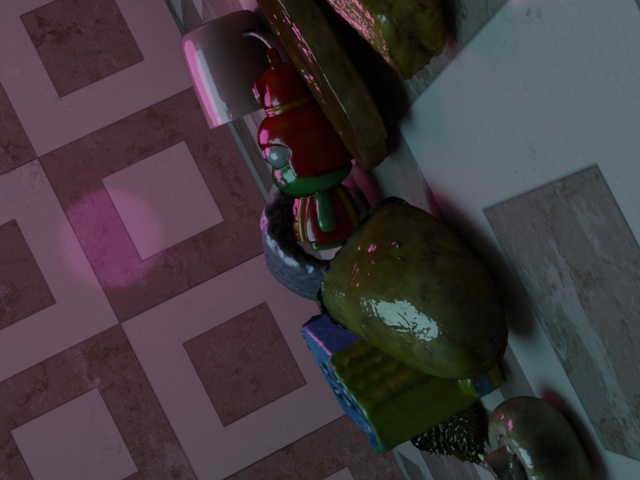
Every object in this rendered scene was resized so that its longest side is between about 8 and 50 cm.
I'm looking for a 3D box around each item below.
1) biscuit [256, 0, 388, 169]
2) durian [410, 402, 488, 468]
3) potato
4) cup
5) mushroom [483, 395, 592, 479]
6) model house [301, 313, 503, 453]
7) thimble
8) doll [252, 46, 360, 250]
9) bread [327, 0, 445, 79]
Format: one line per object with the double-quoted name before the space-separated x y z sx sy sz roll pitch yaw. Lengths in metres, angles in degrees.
"biscuit" -0.006 -0.286 1.314 0.385 0.062 0.365 59 -179 5
"durian" 0.226 0.341 1.650 0.237 0.138 0.193 57 169 34
"potato" 0.151 0.081 1.199 0.266 0.229 0.229 30 149 47
"cup" -0.160 -0.361 1.803 0.253 0.191 0.200 -10 106 50
"mushroom" 0.285 0.291 1.181 0.166 0.127 0.166 156 90 -88
"model house" 0.141 0.204 1.436 0.215 0.237 0.303 64 170 -18
"thimble" 0.000 0.000 1.725 0.245 0.217 0.157 46 167 19
"doll" -0.023 -0.164 1.550 0.182 0.160 0.363 -88 -23 -75
"bread" 0.061 -0.274 0.967 0.211 0.083 0.114 57 175 36
